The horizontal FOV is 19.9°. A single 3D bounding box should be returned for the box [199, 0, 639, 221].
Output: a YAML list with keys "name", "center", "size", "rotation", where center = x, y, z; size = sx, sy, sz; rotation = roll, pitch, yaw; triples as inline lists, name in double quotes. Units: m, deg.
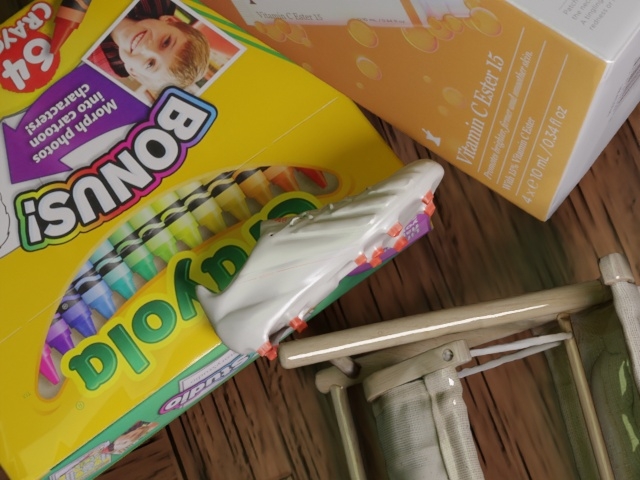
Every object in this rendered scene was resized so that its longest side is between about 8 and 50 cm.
- name: "box"
  center: [0.076, -0.208, 1.272]
  size: [0.345, 0.215, 0.168]
  rotation: [33, 65, 13]

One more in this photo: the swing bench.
- name: "swing bench"
  center: [0.131, 0.171, 1.273]
  size: [0.255, 0.165, 0.253]
  rotation: [-15, 77, 7]

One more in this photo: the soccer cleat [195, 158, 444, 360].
- name: "soccer cleat"
  center: [0.000, 0.000, 1.272]
  size: [0.196, 0.068, 0.076]
  rotation: [-41, 77, -4]

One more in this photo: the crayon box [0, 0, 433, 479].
- name: "crayon box"
  center: [-0.152, -0.032, 1.385]
  size: [0.363, 0.106, 0.313]
  rotation: [-37, 71, -5]
